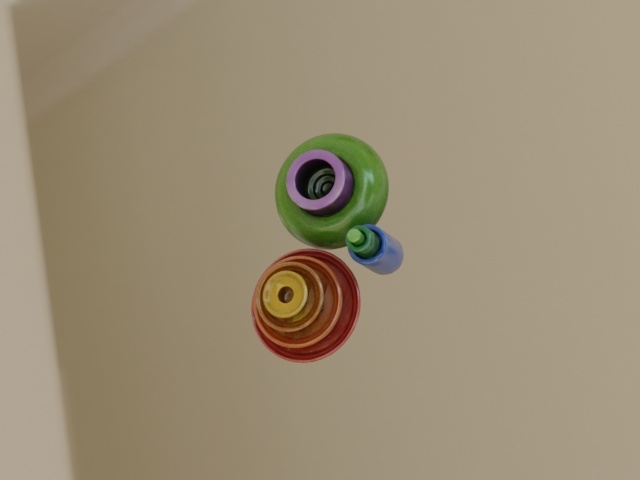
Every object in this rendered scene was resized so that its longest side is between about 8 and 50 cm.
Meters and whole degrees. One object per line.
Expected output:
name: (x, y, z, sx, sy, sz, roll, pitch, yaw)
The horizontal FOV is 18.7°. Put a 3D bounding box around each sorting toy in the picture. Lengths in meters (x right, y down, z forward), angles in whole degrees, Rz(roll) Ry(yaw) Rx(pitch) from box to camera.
sorting toy: (0.000, 0.000, 0.811, 0.061, 0.102, 0.042, 4, -11, 20)
